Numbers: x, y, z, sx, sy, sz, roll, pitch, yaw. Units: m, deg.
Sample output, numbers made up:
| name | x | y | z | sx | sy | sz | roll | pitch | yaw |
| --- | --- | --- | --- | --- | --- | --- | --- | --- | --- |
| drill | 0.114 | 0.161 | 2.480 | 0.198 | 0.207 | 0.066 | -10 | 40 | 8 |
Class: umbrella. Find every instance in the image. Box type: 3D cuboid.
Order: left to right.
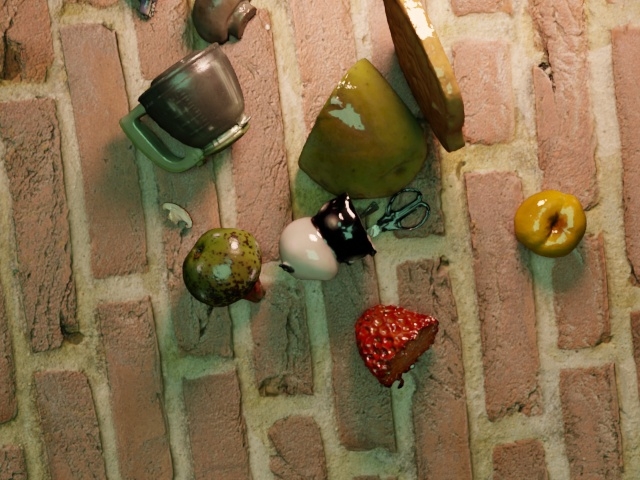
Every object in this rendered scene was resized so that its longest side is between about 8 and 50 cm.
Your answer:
| name | x | y | z | sx | sy | sz | roll | pitch | yaw |
| --- | --- | --- | --- | --- | --- | --- | --- | --- | --- |
| umbrella | 0.125 | -0.077 | 1.680 | 0.083 | 0.020 | 0.031 | -42 | 57 | 15 |

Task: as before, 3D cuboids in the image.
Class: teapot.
| name | x | y | z | sx | sy | sz | roll | pitch | yaw |
| --- | --- | --- | --- | --- | --- | --- | --- | --- | --- |
| teapot | -0.323 | -0.304 | 1.577 | 0.321 | 0.239 | 0.239 | -35 | 106 | -1 |

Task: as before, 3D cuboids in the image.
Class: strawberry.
| name | x | y | z | sx | sy | sz | roll | pitch | yaw |
| --- | --- | --- | --- | --- | --- | --- | --- | --- | --- |
| strawberry | 0.182 | 0.249 | 1.649 | 0.178 | 0.234 | 0.234 | 41 | 95 | 27 |

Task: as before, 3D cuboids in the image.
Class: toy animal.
| name | x | y | z | sx | sy | sz | roll | pitch | yaw |
| --- | --- | --- | --- | --- | --- | --- | --- | --- | --- |
| toy animal | 0.007 | 0.004 | 1.603 | 0.235 | 0.187 | 0.165 | -33 | 114 | 7 |

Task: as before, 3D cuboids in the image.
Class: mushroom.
| name | x | y | z | sx | sy | sz | roll | pitch | yaw |
| --- | --- | --- | --- | --- | --- | --- | --- | --- | --- |
| mushroom | -0.377 | -0.068 | 1.697 | 0.101 | 0.019 | 0.049 | 40 | 93 | 1 |
| mushroom | -0.252 | -0.592 | 1.618 | 0.141 | 0.117 | 0.188 | 33 | 99 | 11 |

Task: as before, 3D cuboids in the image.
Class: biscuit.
| name | x | y | z | sx | sy | sz | roll | pitch | yaw |
| --- | --- | --- | --- | --- | --- | --- | --- | --- | --- |
| biscuit | 0.228 | -0.403 | 1.479 | 0.062 | 0.365 | 0.385 | -23 | 66 | 5 |

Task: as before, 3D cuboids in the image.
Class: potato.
| name | x | y | z | sx | sy | sz | roll | pitch | yaw |
| --- | --- | --- | --- | --- | --- | --- | --- | --- | --- |
| potato | 0.127 | -0.242 | 1.575 | 0.280 | 0.213 | 0.330 | 34 | 96 | 0 |

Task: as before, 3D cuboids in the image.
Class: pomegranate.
| name | x | y | z | sx | sy | sz | roll | pitch | yaw |
| --- | --- | --- | --- | --- | --- | --- | --- | --- | --- |
| pomegranate | -0.228 | 0.085 | 1.636 | 0.214 | 0.214 | 0.248 | -41 | 129 | 4 |

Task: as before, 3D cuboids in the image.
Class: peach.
| name | x | y | z | sx | sy | sz | roll | pitch | yaw |
| --- | --- | --- | --- | --- | --- | --- | --- | --- | --- |
| peach | 0.584 | -0.044 | 1.630 | 0.179 | 0.103 | 0.179 | 0 | 99 | 2 |

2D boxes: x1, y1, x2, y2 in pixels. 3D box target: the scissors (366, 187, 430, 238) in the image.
| name | x | y | z | sx | sy | sz | roll | pitch | yaw |
| --- | --- | --- | --- | --- | --- | --- | --- | --- | --- |
| scissors | 0.146 | -0.029 | 1.684 | 0.299 | 0.022 | 0.109 | -32 | 89 | 4 |

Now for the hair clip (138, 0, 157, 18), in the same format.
| name | x | y | z | sx | sy | sz | roll | pitch | yaw |
| --- | --- | --- | --- | --- | --- | --- | --- | --- | --- |
| hair clip | -0.420 | -0.714 | 1.631 | 0.106 | 0.084 | 0.292 | 20 | 99 | 18 |
